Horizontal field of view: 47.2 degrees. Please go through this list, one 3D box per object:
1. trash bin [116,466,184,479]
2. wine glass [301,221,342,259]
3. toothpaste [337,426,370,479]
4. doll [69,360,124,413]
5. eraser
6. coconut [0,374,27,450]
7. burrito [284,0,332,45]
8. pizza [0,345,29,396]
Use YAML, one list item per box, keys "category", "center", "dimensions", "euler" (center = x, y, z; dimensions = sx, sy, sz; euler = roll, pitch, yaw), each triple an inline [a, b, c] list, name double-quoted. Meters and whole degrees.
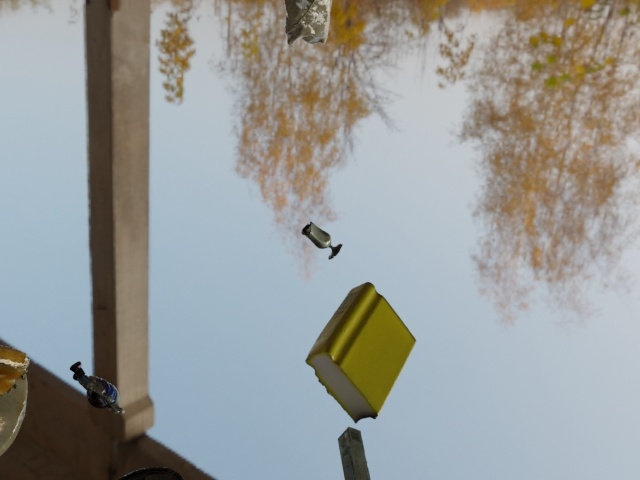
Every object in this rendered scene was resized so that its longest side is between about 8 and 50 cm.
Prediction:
- category: "trash bin"
  center: [-0.361, 0.672, 1.616]
  dimensions: [0.277, 0.262, 0.217]
  euler: [6, -147, 33]
- category: "wine glass"
  center: [0.000, 0.000, 1.443]
  dimensions: [0.083, 0.042, 0.039]
  euler: [37, -139, -20]
- category: "toothpaste"
  center: [0.071, 0.461, 1.509]
  dimensions: [0.034, 0.046, 0.164]
  euler: [24, -151, -23]
- category: "doll"
  center: [-0.561, 0.381, 1.853]
  dimensions: [0.195, 0.096, 0.070]
  euler: [32, -123, 27]
- category: "eraser"
  center: [0.076, 0.196, 1.326]
  dimensions: [0.069, 0.158, 0.226]
  euler: [-31, -168, 39]
- category: "coconut"
  center: [-0.829, 0.381, 1.691]
  dimensions: [0.323, 0.322, 0.323]
  euler: [5, -158, -2]
- category: "burrito"
  center: [-0.019, -0.360, 0.990]
  dimensions: [0.087, 0.226, 0.060]
  euler: [-2, -134, -3]
- category: "pizza"
  center: [-0.577, 0.216, 1.210]
  dimensions: [0.147, 0.226, 0.069]
  euler: [9, -124, -36]
